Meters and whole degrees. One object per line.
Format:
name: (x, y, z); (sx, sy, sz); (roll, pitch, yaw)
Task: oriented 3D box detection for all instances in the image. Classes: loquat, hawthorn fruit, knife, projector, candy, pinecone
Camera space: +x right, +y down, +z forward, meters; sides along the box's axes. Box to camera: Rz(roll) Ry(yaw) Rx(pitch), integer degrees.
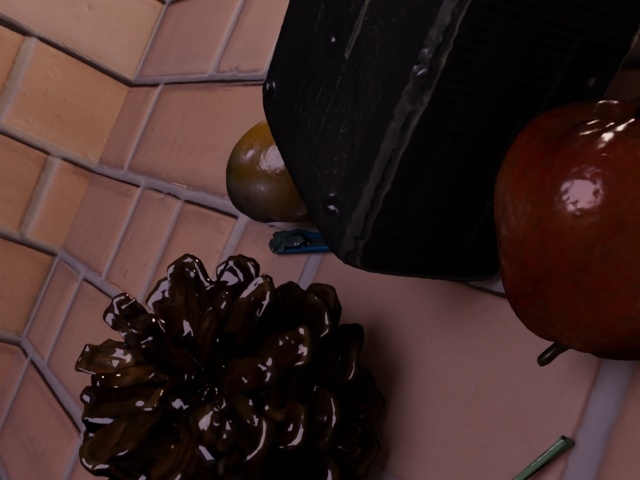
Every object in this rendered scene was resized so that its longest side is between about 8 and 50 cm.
loquat: (-0.055, -0.113, 1.199); (0.228, 0.179, 0.179); (-7, 64, 48)
hawthorn fruit: (0.259, 0.004, 0.673); (0.224, 0.224, 0.260); (-131, 46, -54)
knife: (-0.002, -0.001, 1.184); (0.297, 0.026, 0.044); (-4, 55, 54)
projector: (0.111, -0.215, 0.883); (0.395, 0.242, 0.405); (-67, 30, 32)
candy: (0.157, 0.285, 0.767); (0.262, 0.073, 0.077); (-46, 56, 16)
pinecone: (-0.126, 0.194, 0.961); (0.398, 0.398, 0.397); (-32, 46, 40)
